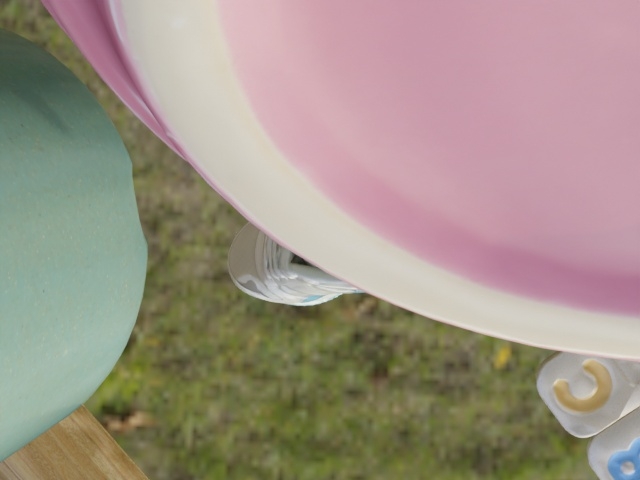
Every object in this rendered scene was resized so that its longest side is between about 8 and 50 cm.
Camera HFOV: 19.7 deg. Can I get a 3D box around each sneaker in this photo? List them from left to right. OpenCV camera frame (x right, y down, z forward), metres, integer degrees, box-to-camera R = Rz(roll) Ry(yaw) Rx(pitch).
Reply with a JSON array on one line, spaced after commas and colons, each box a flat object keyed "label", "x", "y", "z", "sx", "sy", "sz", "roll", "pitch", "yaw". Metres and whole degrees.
[{"label": "sneaker", "x": 0.000, "y": 0.000, "z": 1.343, "sx": 0.092, "sy": 0.087, "sz": 0.229, "roll": 7, "pitch": 169, "yaw": -41}]

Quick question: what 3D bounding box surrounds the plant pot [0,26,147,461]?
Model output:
[{"label": "plant pot", "x": -0.271, "y": 0.017, "z": 0.922, "sx": 0.341, "sy": 0.341, "sz": 0.334, "roll": -12, "pitch": -176, "yaw": 23}]

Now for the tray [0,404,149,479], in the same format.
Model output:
[{"label": "tray", "x": -0.227, "y": 0.131, "z": 1.353, "sx": 0.411, "sy": 0.076, "sz": 0.203, "roll": 52, "pitch": 164, "yaw": -16}]

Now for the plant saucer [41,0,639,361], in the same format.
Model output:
[{"label": "plant saucer", "x": 0.085, "y": -0.075, "z": 0.376, "sx": 0.332, "sy": 0.084, "sz": 0.332, "roll": 3, "pitch": 142, "yaw": 2}]

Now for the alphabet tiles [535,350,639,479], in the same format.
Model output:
[{"label": "alphabet tiles", "x": 0.285, "y": 0.071, "z": 1.110, "sx": 0.278, "sy": 0.021, "sz": 0.284, "roll": -35, "pitch": 100, "yaw": 10}]
